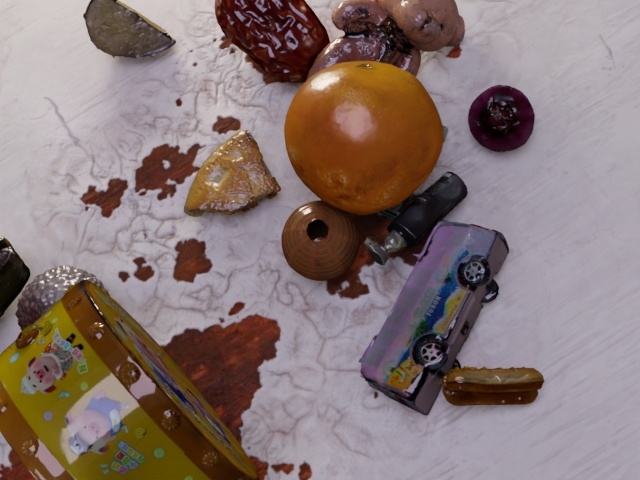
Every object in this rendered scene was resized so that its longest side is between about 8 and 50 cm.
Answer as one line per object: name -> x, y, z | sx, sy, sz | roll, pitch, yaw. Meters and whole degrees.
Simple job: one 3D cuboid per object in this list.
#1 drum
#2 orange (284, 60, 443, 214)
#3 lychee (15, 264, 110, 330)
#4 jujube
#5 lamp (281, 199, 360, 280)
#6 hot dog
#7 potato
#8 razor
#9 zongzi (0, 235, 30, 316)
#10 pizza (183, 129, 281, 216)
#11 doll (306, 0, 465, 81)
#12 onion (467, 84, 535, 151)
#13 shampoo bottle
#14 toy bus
drum -> -0.297, 0.281, 1.738 | 0.214, 0.431, 0.431 | -41, 70, -5
orange -> 0.069, -0.176, 1.888 | 0.261, 0.261, 0.261 | -3, 71, 8
lychee -> -0.433, 0.129, 1.941 | 0.165, 0.165, 0.197 | 17, 43, 14
jujube -> -0.084, -0.389, 2.068 | 0.155, 0.155, 0.230 | -43, 77, -6
lamp -> 0.000, 0.000, 1.933 | 0.136, 0.136, 0.136 | -3, 71, 8
hot dog -> 0.270, 0.231, 1.825 | 0.165, 0.071, 0.045 | 1, 48, -10
potato -> -0.364, -0.390, 2.161 | 0.172, 0.089, 0.101 | 29, 99, -14
razor -> 0.166, -0.117, 1.992 | 0.068, 0.037, 0.191 | 28, 78, 38
zongzi -> -0.700, 0.073, 2.021 | 0.317, 0.154, 0.289 | 32, 72, 23
pizza -> -0.141, -0.107, 2.032 | 0.161, 0.062, 0.182 | 15, 70, 21
doll -> 0.118, -0.345, 1.999 | 0.303, 0.156, 0.201 | -46, 111, -8
onion -> 0.309, -0.208, 1.966 | 0.115, 0.104, 0.115 | -1, 87, 16
shampoo bottle -> 0.159, -0.036, 1.925 | 0.063, 0.057, 0.207 | 46, 66, 6
toy bus -> 0.189, 0.117, 1.879 | 0.138, 0.112, 0.317 | 22, 75, 26
